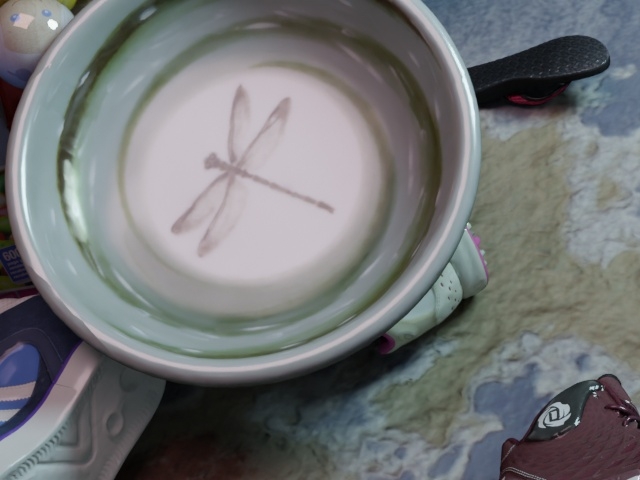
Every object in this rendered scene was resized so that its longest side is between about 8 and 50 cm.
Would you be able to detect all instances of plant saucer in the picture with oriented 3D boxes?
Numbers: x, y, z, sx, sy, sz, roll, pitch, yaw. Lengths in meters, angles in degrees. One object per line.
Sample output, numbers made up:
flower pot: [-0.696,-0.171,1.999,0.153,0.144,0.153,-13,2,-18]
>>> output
plant saucer: [-0.061,-0.059,1.494,0.401,0.100,0.400,-3,69,9]

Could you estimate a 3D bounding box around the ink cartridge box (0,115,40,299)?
ink cartridge box: [-0.351,-0.030,1.598,0.186,0.311,0.065,-16,40,7]

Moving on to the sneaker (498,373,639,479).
sneaker: [0.259,0.154,1.320,0.281,0.106,0.162,-10,39,12]

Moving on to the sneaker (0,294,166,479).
sneaker: [-0.297,0.181,1.509,0.236,0.130,0.323,9,53,42]

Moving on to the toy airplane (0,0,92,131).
toy airplane: [-0.277,-0.206,1.655,0.386,0.384,0.272,-42,33,16]

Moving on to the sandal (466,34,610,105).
sandal: [0.204,-0.157,1.725,0.179,0.040,0.067,-12,35,32]

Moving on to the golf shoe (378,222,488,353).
golf shoe: [0.000,0.000,1.580,0.306,0.115,0.140,24,62,39]
